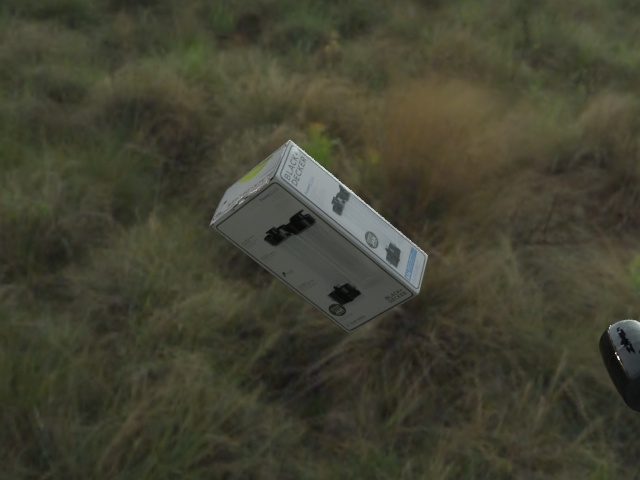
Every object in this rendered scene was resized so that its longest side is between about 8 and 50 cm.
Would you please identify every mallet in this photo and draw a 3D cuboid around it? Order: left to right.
[{"bbox_3d":[0.260,0.131,0.699,0.190,0.039,0.062,43,19,-14],"label":"mallet"}]

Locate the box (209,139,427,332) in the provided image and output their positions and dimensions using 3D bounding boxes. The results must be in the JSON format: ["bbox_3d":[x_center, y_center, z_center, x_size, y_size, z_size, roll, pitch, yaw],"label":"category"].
[{"bbox_3d":[0.000,0.000,1.563,0.290,0.169,0.087,38,44,-19],"label":"box"}]
